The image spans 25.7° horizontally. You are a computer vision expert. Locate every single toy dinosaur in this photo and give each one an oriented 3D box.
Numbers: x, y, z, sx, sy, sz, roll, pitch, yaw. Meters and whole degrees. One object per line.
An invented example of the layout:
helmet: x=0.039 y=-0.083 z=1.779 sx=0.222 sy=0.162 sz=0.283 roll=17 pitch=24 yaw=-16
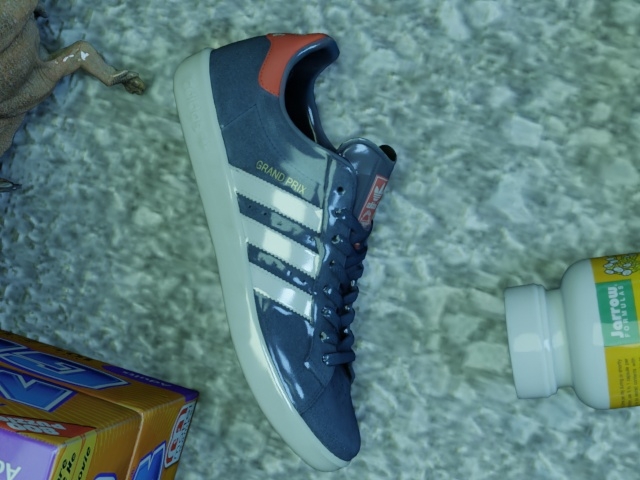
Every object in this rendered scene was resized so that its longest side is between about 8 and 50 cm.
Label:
toy dinosaur: x=-0.267 y=-0.146 z=1.097 sx=0.127 sy=0.295 sz=0.200 roll=20 pitch=51 yaw=32

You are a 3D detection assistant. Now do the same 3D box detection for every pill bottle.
pill bottle: x=0.248 y=0.066 z=1.063 sx=0.208 sy=0.117 sz=0.117 roll=-7 pitch=88 yaw=9

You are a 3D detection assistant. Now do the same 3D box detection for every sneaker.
sneaker: x=0.000 y=0.000 z=1.095 sx=0.148 sy=0.131 sz=0.350 roll=-17 pitch=86 yaw=13

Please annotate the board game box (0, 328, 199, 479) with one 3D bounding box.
board game box: x=-0.341 y=0.242 z=1.031 sx=0.356 sy=0.356 sz=0.356 roll=16 pitch=91 yaw=8
